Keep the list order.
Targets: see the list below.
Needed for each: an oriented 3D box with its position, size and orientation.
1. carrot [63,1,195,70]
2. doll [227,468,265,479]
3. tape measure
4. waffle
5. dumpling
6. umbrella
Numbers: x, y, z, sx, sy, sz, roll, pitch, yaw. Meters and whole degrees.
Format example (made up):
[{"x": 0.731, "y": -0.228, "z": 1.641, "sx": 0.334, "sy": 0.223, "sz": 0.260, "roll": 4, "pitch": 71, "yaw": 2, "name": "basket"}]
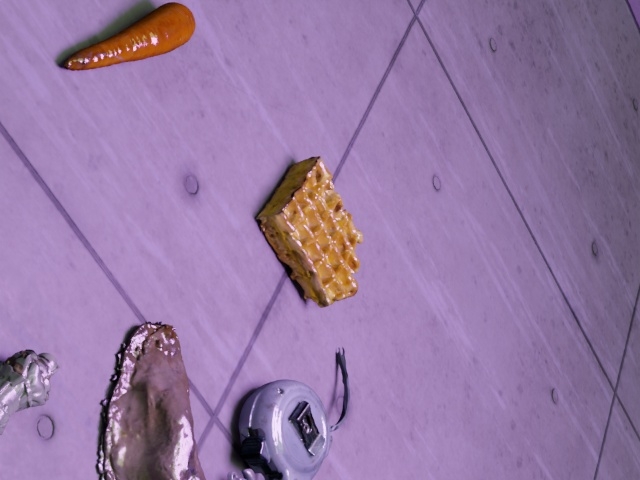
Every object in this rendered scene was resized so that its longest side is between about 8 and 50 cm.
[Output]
[{"x": -0.241, "y": -0.257, "z": 1.814, "sx": 0.257, "sy": 0.061, "sz": 0.061, "roll": -38, "pitch": 112, "yaw": -52, "name": "carrot"}, {"x": -0.080, "y": 0.370, "z": 1.849, "sx": 0.096, "sy": 0.070, "sz": 0.195, "roll": -74, "pitch": 148, "yaw": -47, "name": "doll"}, {"x": -0.012, "y": 0.224, "z": 1.987, "sx": 0.330, "sy": 0.084, "sz": 0.164, "roll": -56, "pitch": 131, "yaw": -46, "name": "tape measure"}, {"x": 0.000, "y": 0.000, "z": 2.100, "sx": 0.211, "sy": 0.055, "sz": 0.160, "roll": 60, "pitch": 38, "yaw": -26, "name": "waffle"}, {"x": -0.188, "y": 0.260, "z": 1.708, "sx": 0.166, "sy": 0.086, "sz": 0.332, "roll": -3, "pitch": 78, "yaw": -60, "name": "dumpling"}, {"x": -0.338, "y": 0.166, "z": 1.525, "sx": 0.067, "sy": 0.062, "sz": 0.143, "roll": 51, "pitch": 42, "yaw": -3, "name": "umbrella"}]
